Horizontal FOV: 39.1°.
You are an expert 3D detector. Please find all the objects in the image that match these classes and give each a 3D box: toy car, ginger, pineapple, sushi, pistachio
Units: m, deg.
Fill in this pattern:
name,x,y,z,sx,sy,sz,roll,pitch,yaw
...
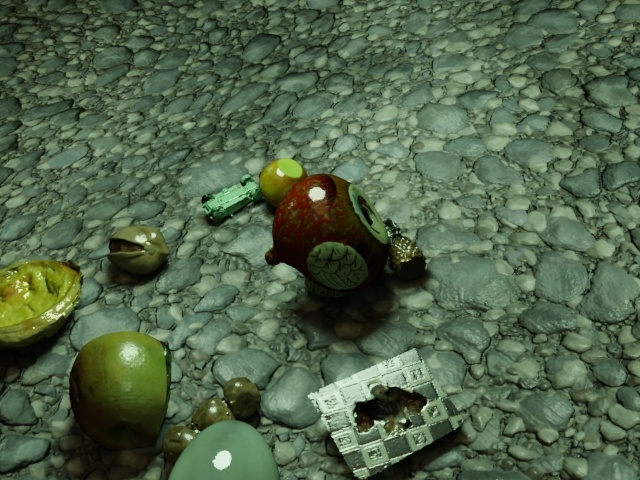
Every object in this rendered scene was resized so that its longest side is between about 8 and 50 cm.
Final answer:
name,x,y,z,sx,sy,sz,roll,pitch,yaw
toy car,-0.200,-0.094,2.058,0.143,0.054,0.073,-28,44,-19
ginger,-0.188,0.318,1.586,0.204,0.080,0.104,-38,40,-20
pineapple,0.155,0.011,1.819,0.074,0.074,0.159,-22,39,-6
sushi,0.114,0.300,1.541,0.210,0.040,0.193,-24,49,-12
pistachio,-0.401,0.018,1.967,0.149,0.113,0.113,10,47,36

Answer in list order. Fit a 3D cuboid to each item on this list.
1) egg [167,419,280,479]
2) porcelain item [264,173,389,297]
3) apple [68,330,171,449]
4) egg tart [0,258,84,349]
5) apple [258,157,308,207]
name,x,y,z,sx,sy,sz,roll,pitch,yaw
egg,-0.151,0.396,1.412,0.182,0.183,0.264,-7,36,10
porcelain item,0.000,0.000,1.752,0.252,0.253,0.253,-9,42,8
apple,-0.362,0.268,1.640,0.207,0.174,0.188,-26,37,13
egg tart,-0.627,0.143,1.914,0.278,0.095,0.279,-7,37,6
apple,-0.080,-0.125,2.021,0.114,0.099,0.102,-5,48,-36
